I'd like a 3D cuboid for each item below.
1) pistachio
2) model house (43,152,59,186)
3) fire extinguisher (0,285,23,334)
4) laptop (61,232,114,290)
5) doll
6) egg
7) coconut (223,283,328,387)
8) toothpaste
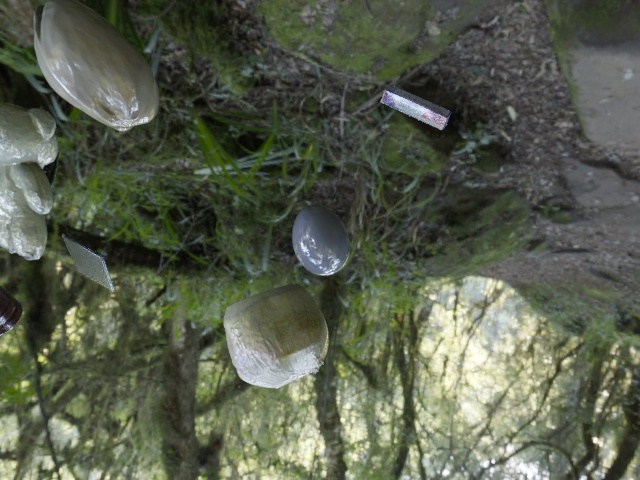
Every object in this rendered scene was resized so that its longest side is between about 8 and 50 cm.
[{"bbox_3d":[-0.514,-0.402,1.205,0.332,0.226,0.208,45,142,-22],"label":"pistachio"},{"bbox_3d":[-0.735,-0.152,1.269,0.152,0.165,0.106,18,132,-32],"label":"model house"},{"bbox_3d":[-0.870,0.095,1.247,0.135,0.114,0.337,23,149,29],"label":"fire extinguisher"},{"bbox_3d":[-0.607,0.059,1.375,0.129,0.016,0.180,28,147,8],"label":"laptop"},{"bbox_3d":[-0.543,-0.108,0.958,0.175,0.278,0.149,6,-168,3],"label":"doll"},{"bbox_3d":[0.000,0.000,1.358,0.146,0.198,0.146,-11,-148,7],"label":"egg"},{"bbox_3d":[-0.117,0.273,1.463,0.297,0.254,0.297,-19,170,-3],"label":"coconut"},{"bbox_3d":[0.266,-0.374,1.465,0.196,0.047,0.040,30,-138,16],"label":"toothpaste"}]
